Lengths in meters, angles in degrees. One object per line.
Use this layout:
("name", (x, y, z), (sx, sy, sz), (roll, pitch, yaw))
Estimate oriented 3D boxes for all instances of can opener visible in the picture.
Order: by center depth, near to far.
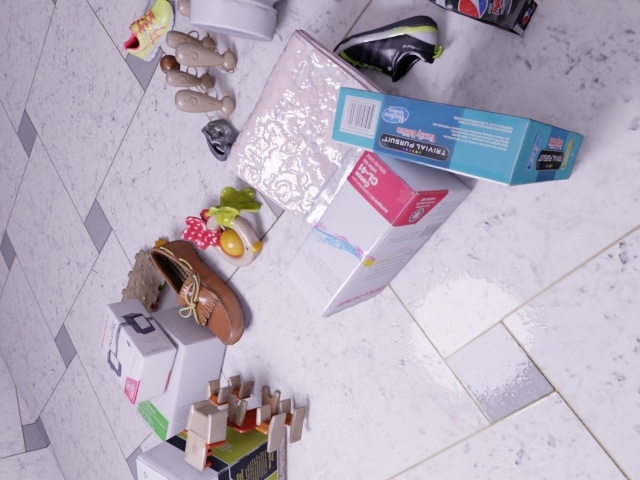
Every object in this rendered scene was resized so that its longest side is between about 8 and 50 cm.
("can opener", (-0.207, -0.214, 1.212), (0.283, 0.076, 0.095), (45, 153, 24))

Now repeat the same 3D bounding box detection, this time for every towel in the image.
("towel", (-0.005, -0.190, 0.954), (0.317, 0.053, 0.332), (37, 121, 0))

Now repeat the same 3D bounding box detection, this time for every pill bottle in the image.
("pill bottle", (-0.163, -0.650, 0.997), (0.224, 0.224, 0.392), (23, 111, 33))

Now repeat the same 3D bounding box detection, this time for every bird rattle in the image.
("bird rattle", (-0.255, -0.015, 1.236), (0.253, 0.143, 0.207), (-37, 90, 39))

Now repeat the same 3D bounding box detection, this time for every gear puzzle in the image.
("gear puzzle", (-0.564, 0.126, 1.552), (0.175, 0.044, 0.339), (43, 118, 27))

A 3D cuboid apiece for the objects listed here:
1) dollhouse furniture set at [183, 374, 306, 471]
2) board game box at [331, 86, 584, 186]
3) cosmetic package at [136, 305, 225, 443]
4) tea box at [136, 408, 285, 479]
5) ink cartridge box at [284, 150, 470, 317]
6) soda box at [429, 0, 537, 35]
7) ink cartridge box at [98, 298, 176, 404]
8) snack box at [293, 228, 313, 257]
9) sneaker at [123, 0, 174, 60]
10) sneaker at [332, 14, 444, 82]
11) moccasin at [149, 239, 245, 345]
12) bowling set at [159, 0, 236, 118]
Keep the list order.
("dollhouse furniture set", (-0.211, 0.462, 1.185), (0.262, 0.259, 0.135), (9, 93, 39))
("board game box", (0.219, -0.153, 0.703), (0.254, 0.336, 0.079), (23, 110, 34))
("cosmetic package", (-0.420, 0.400, 1.405), (0.197, 0.155, 0.365), (27, 113, 36))
("tea box", (-0.268, 0.669, 1.218), (0.220, 0.323, 0.329), (7, 101, 37))
("ink cartridge box", (0.103, -0.017, 0.885), (0.131, 0.226, 0.306), (50, 122, 21))
("soda box", (0.273, -0.405, 0.797), (0.169, 0.060, 0.053), (36, 118, 28))
("ink cartridge box", (-0.516, 0.302, 1.307), (0.237, 0.100, 0.172), (38, 118, 34))
("snack box", (0.000, 0.000, 1.098), (0.064, 0.022, 0.178), (46, 122, 22))
("sneaker", (-0.497, -0.609, 1.347), (0.208, 0.094, 0.081), (-46, 68, 32))
("sneaker", (0.120, -0.354, 0.910), (0.234, 0.084, 0.097), (-4, 96, 38))
("moccasin", (-0.349, 0.142, 1.312), (0.380, 0.147, 0.139), (50, 123, 21))
("bowling set", (-0.319, -0.473, 1.222), (0.200, 0.154, 0.287), (30, 117, 51))
